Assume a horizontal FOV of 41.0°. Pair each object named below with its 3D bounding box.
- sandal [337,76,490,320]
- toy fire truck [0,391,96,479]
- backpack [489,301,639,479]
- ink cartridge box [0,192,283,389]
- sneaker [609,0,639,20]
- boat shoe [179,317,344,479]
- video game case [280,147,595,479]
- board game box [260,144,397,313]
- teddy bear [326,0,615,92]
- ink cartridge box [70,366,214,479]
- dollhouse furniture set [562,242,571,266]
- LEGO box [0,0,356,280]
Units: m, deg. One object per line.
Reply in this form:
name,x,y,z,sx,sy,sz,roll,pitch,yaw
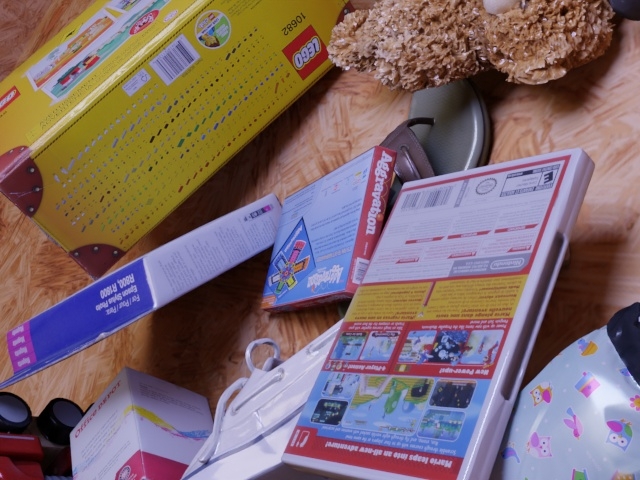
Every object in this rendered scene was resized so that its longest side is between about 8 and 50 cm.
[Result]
sandal,0.087,-0.050,0.885,0.120,0.086,0.303,5,69,53
toy fire truck,-0.332,0.336,1.048,0.158,0.217,0.246,-50,50,18
backpack,0.192,0.142,0.587,0.182,0.115,0.152,-48,39,22
ink cartridge box,-0.244,0.068,1.065,0.324,0.330,0.071,-25,92,39
sneaker,0.361,-0.253,0.674,0.286,0.109,0.130,-31,50,39
boat shoe,-0.035,0.168,0.841,0.367,0.136,0.156,-43,38,19
video game case,0.090,0.060,0.681,0.204,0.025,0.285,-8,50,52
board game box,0.000,0.000,0.921,0.281,0.027,0.145,159,126,-68
teddy bear,0.142,-0.241,0.891,0.245,0.113,0.338,-23,24,-10
ink cartridge box,-0.199,0.261,0.987,0.128,0.127,0.176,-49,36,17
dollhouse furniture set,0.159,-0.008,0.766,0.114,0.081,0.091,-24,48,41
LEGO box,-0.237,-0.235,1.223,0.500,0.193,0.372,-43,33,-5
